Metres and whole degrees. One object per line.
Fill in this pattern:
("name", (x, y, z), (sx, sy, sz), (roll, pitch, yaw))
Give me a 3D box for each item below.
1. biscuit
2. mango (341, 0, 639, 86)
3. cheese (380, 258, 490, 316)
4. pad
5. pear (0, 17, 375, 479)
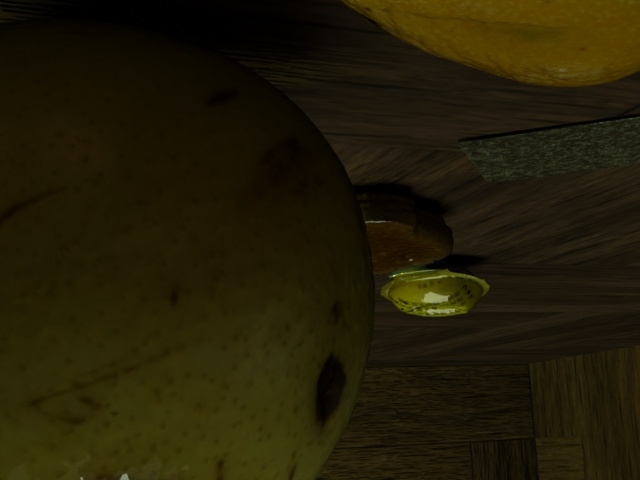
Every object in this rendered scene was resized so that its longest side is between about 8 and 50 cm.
("biscuit", (0.000, -0.002, 1.138), (0.273, 0.049, 0.257), (-10, 164, 23))
("mango", (0.064, -0.133, 0.368), (0.157, 0.108, 0.262), (2, 167, 26))
("cheese", (0.149, 0.057, 1.441), (0.157, 0.064, 0.250), (-8, 158, 18))
("pad", (0.250, -0.083, 0.914), (0.235, 0.003, 0.158), (-7, 168, 18))
("pear", (-0.142, 0.042, 0.599), (0.348, 0.348, 0.348), (-3, 169, -1))
